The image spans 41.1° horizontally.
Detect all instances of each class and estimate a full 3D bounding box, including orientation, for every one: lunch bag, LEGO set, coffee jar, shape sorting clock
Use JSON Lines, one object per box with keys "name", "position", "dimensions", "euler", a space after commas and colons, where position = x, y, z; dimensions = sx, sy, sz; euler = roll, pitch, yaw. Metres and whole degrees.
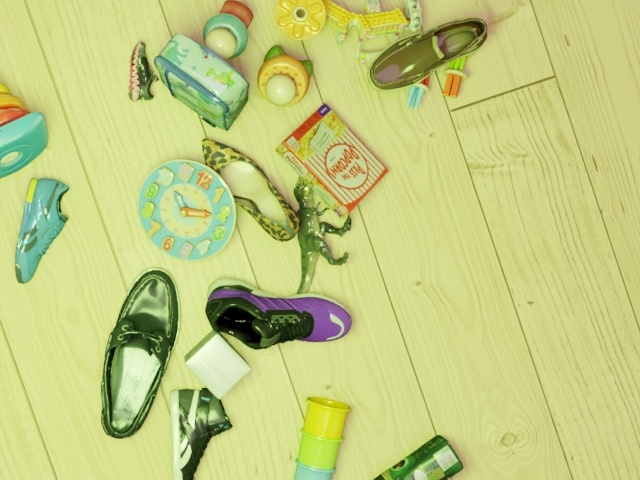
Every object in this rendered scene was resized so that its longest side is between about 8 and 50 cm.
{"name": "lunch bag", "position": [-0.226, -0.299, 1.618], "dimensions": [0.176, 0.219, 0.090], "euler": [37, 84, -3]}
{"name": "LEGO set", "position": [0.062, -0.435, 1.741], "dimensions": [0.287, 0.107, 0.132], "euler": [5, 54, -4]}
{"name": "coffee jar", "position": [0.193, 0.477, 1.730], "dimensions": [0.184, 0.096, 0.079], "euler": [-32, 91, -7]}
{"name": "shape sorting clock", "position": [-0.263, -0.057, 1.667], "dimensions": [0.206, 0.040, 0.206], "euler": [2, 102, 11]}

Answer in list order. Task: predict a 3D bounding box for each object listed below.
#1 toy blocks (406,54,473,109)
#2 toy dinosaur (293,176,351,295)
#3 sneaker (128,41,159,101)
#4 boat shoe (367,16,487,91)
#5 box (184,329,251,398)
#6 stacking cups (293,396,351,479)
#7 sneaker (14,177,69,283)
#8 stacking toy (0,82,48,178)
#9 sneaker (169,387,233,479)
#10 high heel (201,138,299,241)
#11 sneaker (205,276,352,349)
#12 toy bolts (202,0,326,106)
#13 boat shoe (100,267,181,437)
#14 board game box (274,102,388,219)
{"name": "toy blocks", "position": [0.241, -0.334, 1.768], "dimensions": [0.123, 0.054, 0.148], "euler": [17, 87, -7]}
{"name": "toy dinosaur", "position": [0.000, 0.000, 1.726], "dimensions": [0.118, 0.064, 0.268], "euler": [1, 90, 9]}
{"name": "sneaker", "position": [-0.349, -0.333, 1.694], "dimensions": [0.057, 0.047, 0.119], "euler": [2, 93, -23]}
{"name": "boat shoe", "position": [0.212, -0.378, 1.689], "dimensions": [0.257, 0.095, 0.095], "euler": [-29, 92, -6]}
{"name": "box", "position": [-0.203, 0.240, 1.673], "dimensions": [0.087, 0.101, 0.102], "euler": [-44, 97, -7]}
{"name": "stacking cups", "position": [-0.021, 0.476, 1.700], "dimensions": [0.096, 0.096, 0.316], "euler": [15, 87, -8]}
{"name": "sneaker", "position": [-0.535, -0.016, 1.646], "dimensions": [0.082, 0.069, 0.209], "euler": [12, 87, -12]}
{"name": "stacking toy", "position": [-0.659, -0.273, 1.603], "dimensions": [0.175, 0.166, 0.302], "euler": [-32, 83, -22]}
{"name": "sneaker", "position": [-0.231, 0.399, 1.678], "dimensions": [0.121, 0.079, 0.217], "euler": [-4, 88, -7]}
{"name": "high heel", "position": [-0.136, -0.107, 1.644], "dimensions": [0.093, 0.186, 0.261], "euler": [-42, 95, -7]}
{"name": "sneaker", "position": [-0.084, 0.166, 1.657], "dimensions": [0.293, 0.146, 0.102], "euler": [10, 114, -4]}
{"name": "toy bolts", "position": [-0.109, -0.381, 1.629], "dimensions": [0.228, 0.158, 0.218], "euler": [21, 120, -7]}
{"name": "boat shoe", "position": [-0.353, 0.220, 1.646], "dimensions": [0.127, 0.113, 0.340], "euler": [20, 87, -7]}
{"name": "board game box", "position": [0.024, -0.159, 1.710], "dimensions": [0.193, 0.045, 0.147], "euler": [46, 56, -6]}
